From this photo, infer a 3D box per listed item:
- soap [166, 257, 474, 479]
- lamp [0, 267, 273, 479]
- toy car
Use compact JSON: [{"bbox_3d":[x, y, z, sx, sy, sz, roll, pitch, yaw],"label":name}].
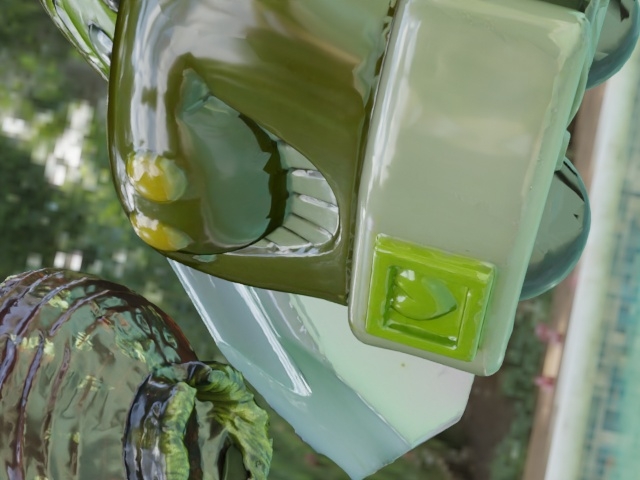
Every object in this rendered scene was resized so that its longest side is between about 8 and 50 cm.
[{"bbox_3d":[0.000,0.000,1.253,0.193,0.324,0.109,-24,-9,-35],"label":"soap"},{"bbox_3d":[-0.151,0.135,1.078,0.247,0.247,0.247,11,-90,-85],"label":"lamp"},{"bbox_3d":[0.001,-0.101,0.493,0.204,0.198,0.248,94,-167,-60],"label":"toy car"}]
